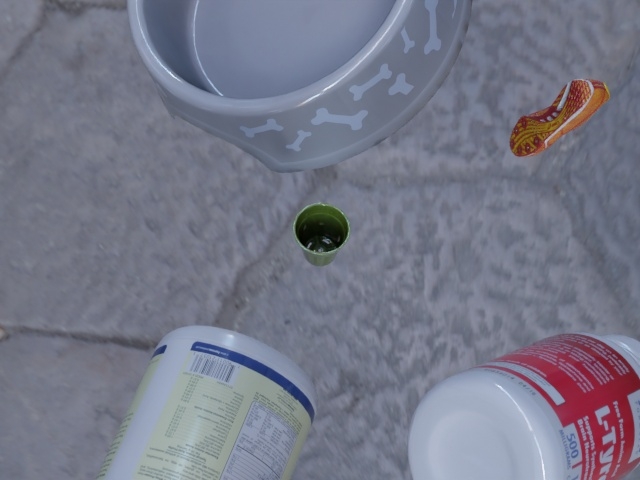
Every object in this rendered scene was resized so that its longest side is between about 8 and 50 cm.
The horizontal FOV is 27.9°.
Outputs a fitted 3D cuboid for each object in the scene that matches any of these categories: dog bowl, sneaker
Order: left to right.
[{"bbox_3d":[-0.033,-0.245,1.261,0.348,0.102,0.349,-7,69,18],"label":"dog bowl"},{"bbox_3d":[0.336,-0.165,1.813,0.067,0.175,0.064,2,65,-40],"label":"sneaker"}]

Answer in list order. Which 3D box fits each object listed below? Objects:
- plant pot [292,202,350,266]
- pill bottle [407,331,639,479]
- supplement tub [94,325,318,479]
[{"bbox_3d":[0.000,0.000,1.884,0.083,0.079,0.083,1,64,-2],"label":"plant pot"},{"bbox_3d":[0.323,0.255,1.799,0.229,0.407,0.229,9,105,39],"label":"pill bottle"},{"bbox_3d":[-0.159,0.300,1.663,0.235,0.235,0.325,17,61,10],"label":"supplement tub"}]
